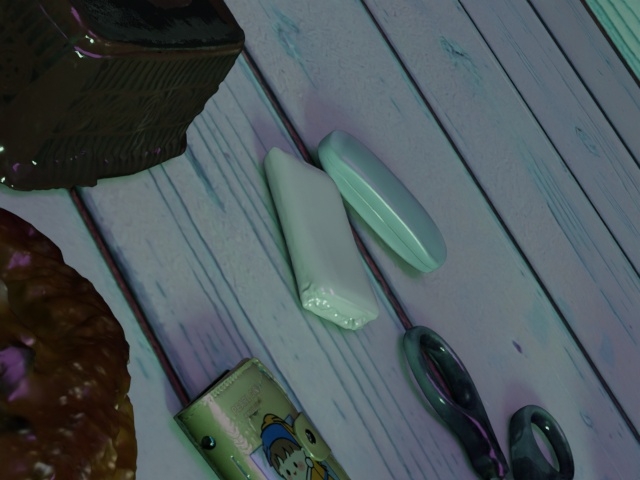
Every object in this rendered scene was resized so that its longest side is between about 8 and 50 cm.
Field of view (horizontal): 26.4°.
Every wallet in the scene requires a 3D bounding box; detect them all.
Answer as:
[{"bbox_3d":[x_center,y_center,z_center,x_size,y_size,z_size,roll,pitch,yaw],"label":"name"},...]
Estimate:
[{"bbox_3d":[0.000,0.000,1.251,0.095,0.033,0.190,24,36,-43],"label":"wallet"},{"bbox_3d":[-0.028,0.162,0.983,0.155,0.039,0.110,53,26,-1],"label":"wallet"}]

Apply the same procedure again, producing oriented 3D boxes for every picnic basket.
[{"bbox_3d":[-0.181,-0.163,1.042,0.222,0.129,0.297,57,26,7],"label":"picnic basket"}]

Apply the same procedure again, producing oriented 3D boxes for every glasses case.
[{"bbox_3d":[0.064,-0.040,1.394,0.178,0.045,0.067,46,25,-12],"label":"glasses case"}]

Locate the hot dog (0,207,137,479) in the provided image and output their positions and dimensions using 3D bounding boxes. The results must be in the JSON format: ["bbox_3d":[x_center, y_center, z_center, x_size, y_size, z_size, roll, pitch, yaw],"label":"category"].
[{"bbox_3d":[-0.219,0.069,0.620,0.267,0.174,0.387,43,27,-15],"label":"hot dog"}]

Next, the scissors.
[{"bbox_3d":[0.187,0.261,1.229,0.256,0.029,0.383,35,28,-35],"label":"scissors"}]
